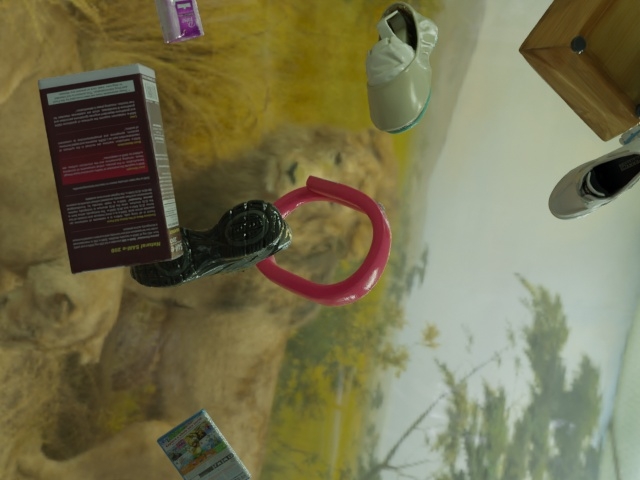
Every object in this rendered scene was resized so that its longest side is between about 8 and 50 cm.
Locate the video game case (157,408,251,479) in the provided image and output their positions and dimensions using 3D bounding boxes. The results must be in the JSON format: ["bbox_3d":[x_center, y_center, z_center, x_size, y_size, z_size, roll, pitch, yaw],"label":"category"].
[{"bbox_3d":[-0.232,0.434,1.642,0.166,0.119,0.015,55,12,-2],"label":"video game case"}]

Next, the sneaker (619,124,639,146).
[{"bbox_3d":[0.673,-0.221,1.578,0.191,0.071,0.083,-48,-123,36],"label":"sneaker"}]

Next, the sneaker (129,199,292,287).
[{"bbox_3d":[-0.177,0.022,1.354,0.130,0.286,0.109,36,44,-67],"label":"sneaker"}]

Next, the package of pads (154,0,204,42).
[{"bbox_3d":[-0.180,-0.292,1.029,0.050,0.032,0.083,-24,107,-43],"label":"package of pads"}]

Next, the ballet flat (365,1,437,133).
[{"bbox_3d":[0.089,-0.218,0.988,0.248,0.086,0.086,-75,170,-52],"label":"ballet flat"}]

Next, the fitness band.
[{"bbox_3d":[0.000,0.000,1.448,0.054,0.291,0.209,36,79,-48],"label":"fitness band"}]

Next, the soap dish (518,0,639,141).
[{"bbox_3d":[0.472,-0.332,1.271,0.291,0.229,0.118,-53,-156,-3],"label":"soap dish"}]

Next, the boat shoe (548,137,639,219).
[{"bbox_3d":[0.510,-0.109,1.523,0.084,0.095,0.258,-25,167,-41],"label":"boat shoe"}]

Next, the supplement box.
[{"bbox_3d":[-0.256,-0.087,1.019,0.073,0.130,0.239,-51,134,-84],"label":"supplement box"}]
